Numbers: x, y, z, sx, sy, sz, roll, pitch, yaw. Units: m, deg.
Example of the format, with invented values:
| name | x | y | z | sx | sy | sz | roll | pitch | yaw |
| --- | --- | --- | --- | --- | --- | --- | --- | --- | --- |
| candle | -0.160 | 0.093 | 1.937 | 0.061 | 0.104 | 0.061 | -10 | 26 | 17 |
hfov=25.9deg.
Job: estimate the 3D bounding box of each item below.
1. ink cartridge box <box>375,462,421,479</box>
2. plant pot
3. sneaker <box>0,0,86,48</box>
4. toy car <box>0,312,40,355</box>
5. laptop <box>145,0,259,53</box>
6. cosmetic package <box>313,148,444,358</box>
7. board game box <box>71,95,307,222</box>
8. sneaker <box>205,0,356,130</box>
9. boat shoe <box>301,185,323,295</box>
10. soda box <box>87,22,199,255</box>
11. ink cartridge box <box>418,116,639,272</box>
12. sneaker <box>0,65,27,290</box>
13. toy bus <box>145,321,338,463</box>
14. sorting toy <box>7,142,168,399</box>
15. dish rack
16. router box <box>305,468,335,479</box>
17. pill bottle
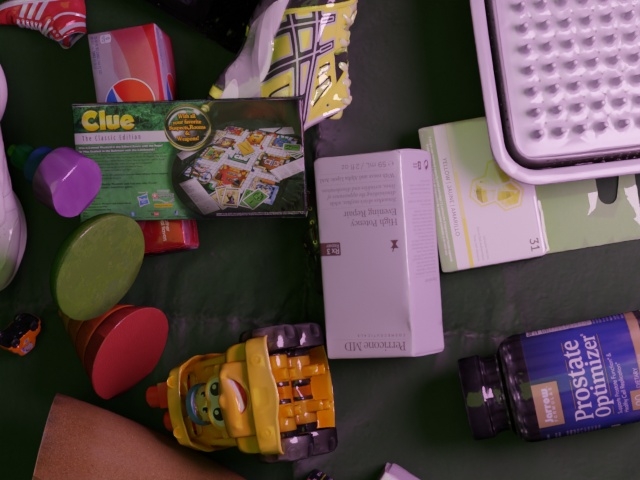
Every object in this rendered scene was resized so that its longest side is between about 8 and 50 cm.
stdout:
| name | x | y | z | sx | sy | sz | roll | pitch | yaw |
| --- | --- | --- | --- | --- | --- | --- | --- | --- | --- |
| ink cartridge box | 0.082 | 0.373 | 1.590 | 0.139 | 0.082 | 0.191 | 32 | 94 | 7 |
| plant pot | -0.201 | 0.316 | 1.573 | 0.254 | 0.237 | 0.237 | 14 | 90 | -7 |
| sneaker | -0.339 | -0.260 | 1.681 | 0.118 | 0.042 | 0.067 | -12 | 84 | 5 |
| toy car | -0.395 | 0.116 | 1.690 | 0.122 | 0.060 | 0.040 | 4 | 133 | 23 |
| laptop | -0.167 | -0.393 | 1.679 | 0.264 | 0.136 | 0.234 | 28 | 93 | -18 |
| cosmetic package | 0.066 | 0.017 | 1.578 | 0.117 | 0.085 | 0.231 | -5 | 89 | 31 |
| board game box | -0.145 | -0.090 | 1.553 | 0.259 | 0.030 | 0.136 | -1 | 101 | 7 |
| sneaker | -0.014 | -0.221 | 1.603 | 0.147 | 0.145 | 0.385 | 29 | 102 | 0 |
| boat shoe | 0.000 | 0.000 | 1.628 | 0.042 | 0.049 | 0.133 | -2 | 84 | 10 |
| soda box | -0.206 | -0.114 | 1.634 | 0.083 | 0.092 | 0.263 | -9 | 87 | 6 |
| ink cartridge box | 0.242 | -0.064 | 1.597 | 0.235 | 0.056 | 0.171 | -10 | 86 | 9 |
| sneaker | -0.426 | -0.086 | 1.633 | 0.114 | 0.152 | 0.305 | -9 | 89 | 5 |
| toy bus | -0.101 | 0.176 | 1.556 | 0.211 | 0.220 | 0.149 | -8 | 85 | 14 |
| sorting toy | -0.277 | 0.023 | 1.558 | 0.126 | 0.365 | 0.127 | 29 | 58 | 31 |
| dish rack | 0.332 | -0.212 | 1.554 | 0.332 | 0.072 | 0.286 | -7 | 87 | -6 |
| router box | -0.028 | 0.327 | 1.599 | 0.038 | 0.092 | 0.122 | 33 | 92 | 6 |
| pill bottle | 0.269 | 0.156 | 1.551 | 0.219 | 0.123 | 0.123 | -13 | 87 | 7 |
